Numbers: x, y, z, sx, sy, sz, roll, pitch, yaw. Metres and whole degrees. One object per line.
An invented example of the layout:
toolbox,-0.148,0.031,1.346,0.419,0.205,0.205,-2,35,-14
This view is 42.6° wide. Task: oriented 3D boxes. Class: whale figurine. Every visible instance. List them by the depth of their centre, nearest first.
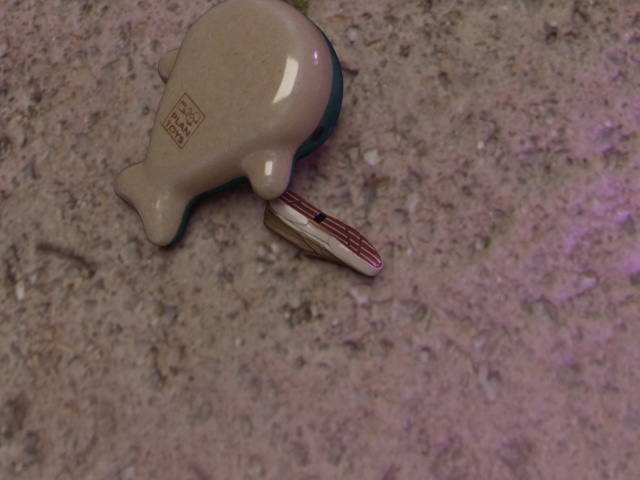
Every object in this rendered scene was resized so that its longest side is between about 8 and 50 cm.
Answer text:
whale figurine,-0.091,-0.115,0.846,0.272,0.141,0.216,-49,64,13

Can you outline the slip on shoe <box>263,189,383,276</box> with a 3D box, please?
slip on shoe,0.000,0.000,0.820,0.135,0.051,0.041,33,115,10
